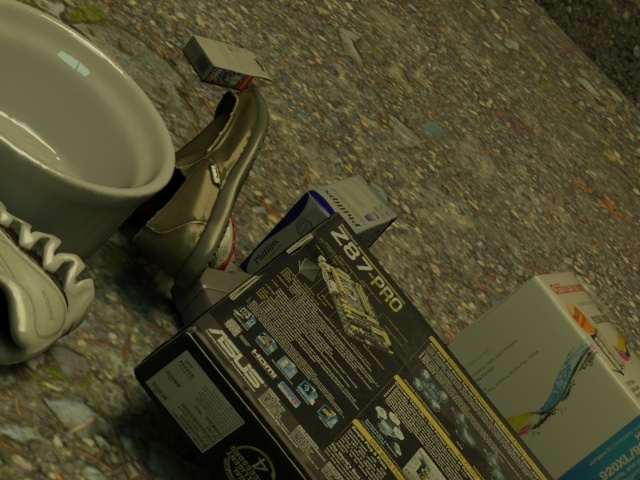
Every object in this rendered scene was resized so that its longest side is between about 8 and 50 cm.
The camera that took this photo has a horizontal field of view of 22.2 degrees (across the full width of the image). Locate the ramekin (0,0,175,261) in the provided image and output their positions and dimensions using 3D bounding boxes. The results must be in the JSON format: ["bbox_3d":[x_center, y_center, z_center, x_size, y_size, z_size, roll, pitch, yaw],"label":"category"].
[{"bbox_3d":[-0.290,-0.099,1.576,0.277,0.135,0.277,32,27,-19],"label":"ramekin"}]

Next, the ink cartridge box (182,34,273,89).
[{"bbox_3d":[-0.121,-0.230,2.141,0.115,0.029,0.063,9,39,-49],"label":"ink cartridge box"}]

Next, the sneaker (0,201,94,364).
[{"bbox_3d":[-0.334,-0.007,1.418,0.292,0.110,0.118,39,34,-3],"label":"sneaker"}]

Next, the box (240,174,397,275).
[{"bbox_3d":[0.000,0.000,1.832,0.072,0.126,0.137,48,27,11],"label":"box"}]

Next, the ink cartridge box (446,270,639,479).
[{"bbox_3d":[0.258,0.172,1.747,0.232,0.168,0.171,53,18,14],"label":"ink cartridge box"}]

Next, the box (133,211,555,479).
[{"bbox_3d":[0.047,0.192,1.522,0.395,0.097,0.318,51,35,-1],"label":"box"}]

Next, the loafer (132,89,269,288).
[{"bbox_3d":[-0.121,-0.069,1.648,0.087,0.094,0.251,26,48,-10],"label":"loafer"}]

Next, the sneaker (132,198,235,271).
[{"bbox_3d":[-0.179,-0.043,1.722,0.225,0.088,0.093,45,39,18],"label":"sneaker"}]

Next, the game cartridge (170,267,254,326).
[{"bbox_3d":[0.019,0.146,1.708,0.355,0.068,0.230,15,32,-42],"label":"game cartridge"}]
